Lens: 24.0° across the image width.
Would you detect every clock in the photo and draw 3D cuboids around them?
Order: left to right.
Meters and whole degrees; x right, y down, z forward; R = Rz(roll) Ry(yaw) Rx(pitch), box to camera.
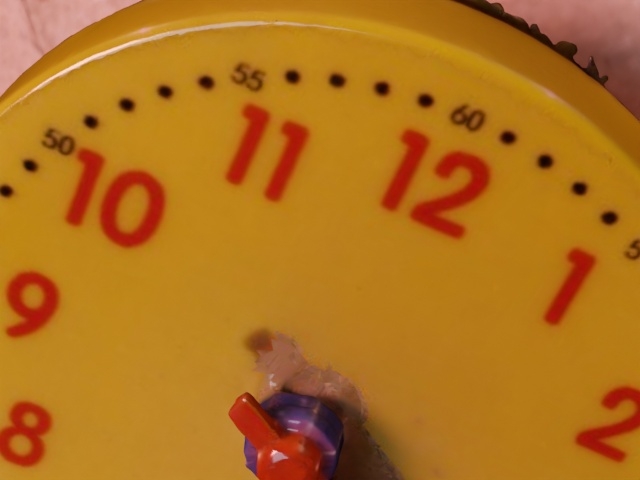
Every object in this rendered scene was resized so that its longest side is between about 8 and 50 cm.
[{"bbox_3d":[-0.006,0.059,0.491,0.277,0.071,0.293,18,119,0],"label":"clock"}]
